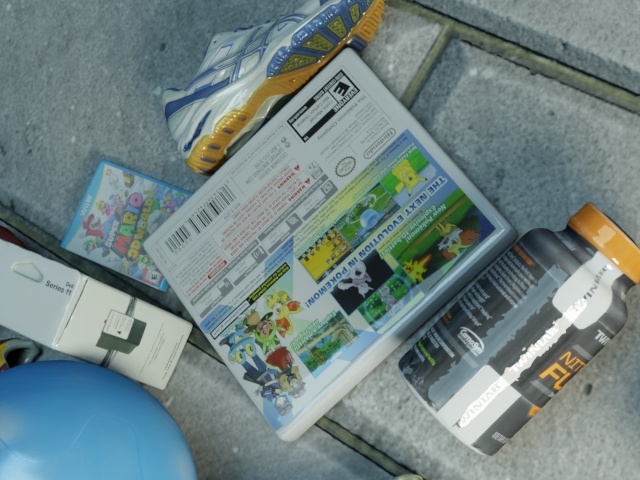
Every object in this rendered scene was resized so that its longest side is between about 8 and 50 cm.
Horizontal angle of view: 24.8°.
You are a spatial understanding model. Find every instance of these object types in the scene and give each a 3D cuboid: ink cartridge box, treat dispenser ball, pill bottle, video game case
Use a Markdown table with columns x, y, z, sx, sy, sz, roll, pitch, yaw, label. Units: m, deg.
| x | y | z | sx | sy | sz | roll | pitch | yaw | label |
| --- | --- | --- | --- | --- | --- | --- | --- | --- | --- |
| -0.264 | 0.081 | 1.591 | 0.153 | 0.208 | 0.087 | 19 | 82 | 33 | ink cartridge box |
| -0.268 | 0.265 | 1.482 | 0.288 | 0.288 | 0.288 | -10 | 68 | 26 | treat dispenser ball |
| 0.201 | 0.078 | 1.386 | 0.245 | 0.130 | 0.130 | -46 | 58 | 8 | pill bottle |
| -0.222 | -0.020 | 1.720 | 0.166 | 0.015 | 0.119 | 21 | 84 | 33 | video game case |
| 0.000 | 0.000 | 1.571 | 0.329 | 0.036 | 0.300 | -43 | 61 | 8 | video game case |

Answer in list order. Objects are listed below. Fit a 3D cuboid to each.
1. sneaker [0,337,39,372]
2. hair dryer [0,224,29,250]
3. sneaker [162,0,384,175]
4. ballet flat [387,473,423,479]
| x | y | z | sx | sy | sz | roll | pitch | yaw | label |
| --- | --- | --- | --- | --- | --- | --- | --- | --- | --- |
| -0.388 | 0.180 | 1.674 | 0.084 | 0.069 | 0.185 | -8 | 41 | 23 | sneaker |
| -0.421 | 0.084 | 1.740 | 0.293 | 0.080 | 0.223 | -24 | 51 | 35 | hair dryer |
| -0.065 | -0.212 | 1.646 | 0.296 | 0.112 | 0.131 | -40 | 58 | 10 | sneaker |
| 0.033 | 0.287 | 1.450 | 0.168 | 0.057 | 0.052 | -50 | 43 | 4 | ballet flat |
